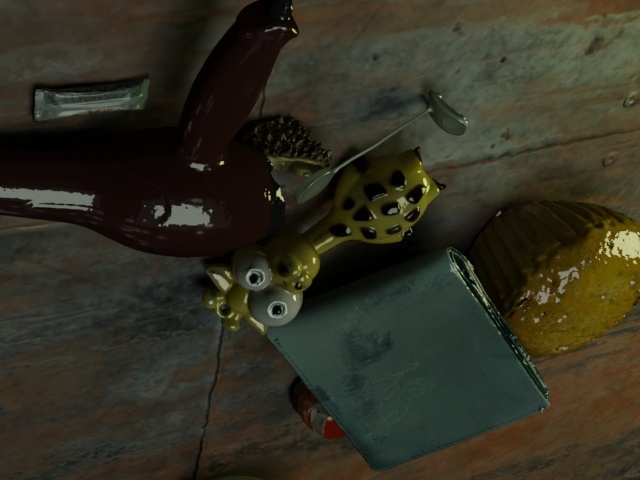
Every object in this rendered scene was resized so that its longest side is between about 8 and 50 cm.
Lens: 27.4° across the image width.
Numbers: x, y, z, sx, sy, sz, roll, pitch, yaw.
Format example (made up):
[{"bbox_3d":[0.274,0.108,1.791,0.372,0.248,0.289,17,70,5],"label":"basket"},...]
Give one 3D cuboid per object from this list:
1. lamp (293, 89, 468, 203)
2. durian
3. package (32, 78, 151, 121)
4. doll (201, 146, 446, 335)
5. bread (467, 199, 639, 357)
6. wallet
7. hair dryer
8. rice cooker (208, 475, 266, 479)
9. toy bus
[{"bbox_3d":[0.061,-0.086,1.360,0.198,0.056,0.050,-34,168,-15],"label":"lamp"},{"bbox_3d":[-0.029,-0.085,1.335,0.130,0.052,0.066,13,125,-46],"label":"durian"},{"bbox_3d":[-0.207,-0.128,1.195,0.110,0.015,0.037,-9,137,-26],"label":"package"},{"bbox_3d":[0.000,0.000,1.425,0.291,0.086,0.117,-34,109,5],"label":"doll"},{"bbox_3d":[0.298,0.047,1.632,0.240,0.139,0.240,-19,141,-16],"label":"bread"},{"bbox_3d":[0.104,0.143,1.555,0.251,0.054,0.290,-22,127,19],"label":"wallet"},{"bbox_3d":[-0.135,-0.122,1.153,0.313,0.123,0.340,7,135,-29],"label":"hair dryer"},{"bbox_3d":[-0.113,0.435,1.729,0.226,0.226,0.244,-13,140,-23],"label":"rice cooker"},{"bbox_3d":[0.054,0.196,1.681,0.174,0.077,0.079,-20,140,-16],"label":"toy bus"}]
